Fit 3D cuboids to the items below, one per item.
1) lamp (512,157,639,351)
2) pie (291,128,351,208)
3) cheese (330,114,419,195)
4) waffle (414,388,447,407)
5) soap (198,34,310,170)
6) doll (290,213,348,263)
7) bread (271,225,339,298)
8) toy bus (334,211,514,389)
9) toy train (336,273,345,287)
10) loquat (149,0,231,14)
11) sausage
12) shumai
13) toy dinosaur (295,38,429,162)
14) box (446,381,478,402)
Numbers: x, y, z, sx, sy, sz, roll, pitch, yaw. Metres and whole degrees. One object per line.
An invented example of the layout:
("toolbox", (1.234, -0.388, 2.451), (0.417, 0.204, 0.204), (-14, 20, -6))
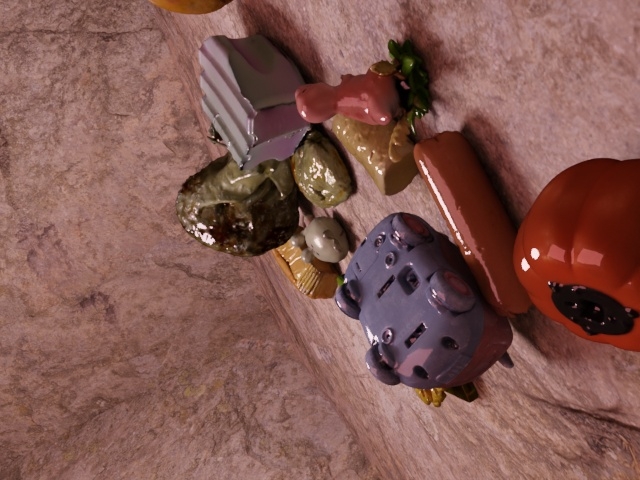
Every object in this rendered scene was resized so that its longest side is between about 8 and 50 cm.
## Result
("lamp", (0.287, 0.006, 0.564), (0.187, 0.164, 0.188), (33, 158, 15))
("pie", (-0.012, -0.171, 1.451), (0.201, 0.090, 0.248), (67, 162, 0))
("cheese", (0.097, -0.171, 1.048), (0.167, 0.094, 0.123), (57, 163, 24))
("waffle", (0.216, 0.226, 1.320), (0.262, 0.060, 0.280), (-125, 25, -49))
("soap", (-0.172, -0.352, 1.448), (0.446, 0.156, 0.261), (-124, 31, -47))
("doll", (0.009, -0.007, 1.652), (0.155, 0.113, 0.275), (56, 160, -8))
("bread", (-0.053, 0.066, 1.912), (0.119, 0.152, 0.288), (-56, 49, 22))
("toy bus", (0.184, 0.104, 0.975), (0.197, 0.231, 0.294), (-55, 40, 25))
("toy train", (0.108, 0.150, 1.655), (0.202, 0.060, 0.081), (34, 142, 60))
("loquat", (-0.262, -0.600, 1.119), (0.328, 0.328, 0.328), (57, 164, 25))
("sausage", (0.228, -0.026, 0.856), (0.289, 0.086, 0.086), (63, 166, 3))
("shumai", (-0.207, -0.173, 1.762), (0.395, 0.395, 0.348), (56, 138, 28))
("toy dinosaur", (0.065, -0.226, 0.900), (0.194, 0.177, 0.152), (51, 162, 36))
("box", (0.281, 0.292, 1.355), (0.121, 0.030, 0.193), (64, 167, -4))
